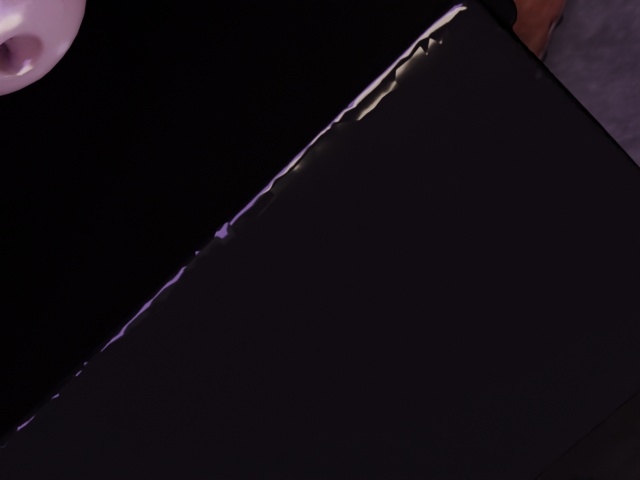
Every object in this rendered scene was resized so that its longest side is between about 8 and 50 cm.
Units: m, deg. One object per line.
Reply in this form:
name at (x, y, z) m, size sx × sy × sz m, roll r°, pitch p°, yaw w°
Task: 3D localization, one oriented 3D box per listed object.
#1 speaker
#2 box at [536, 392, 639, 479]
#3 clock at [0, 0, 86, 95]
speaker at (0.000, 0.000, 0.557) m, size 0.232 × 0.184 × 0.254 m, roll -44°, pitch 136°, yaw 12°
box at (0.198, 0.164, 0.752) m, size 0.166 × 0.290 × 0.220 m, roll 9°, pitch 128°, yaw -52°
clock at (-0.032, -0.218, 0.303) m, size 0.326 × 0.184 × 0.342 m, roll -35°, pitch 158°, yaw 3°
